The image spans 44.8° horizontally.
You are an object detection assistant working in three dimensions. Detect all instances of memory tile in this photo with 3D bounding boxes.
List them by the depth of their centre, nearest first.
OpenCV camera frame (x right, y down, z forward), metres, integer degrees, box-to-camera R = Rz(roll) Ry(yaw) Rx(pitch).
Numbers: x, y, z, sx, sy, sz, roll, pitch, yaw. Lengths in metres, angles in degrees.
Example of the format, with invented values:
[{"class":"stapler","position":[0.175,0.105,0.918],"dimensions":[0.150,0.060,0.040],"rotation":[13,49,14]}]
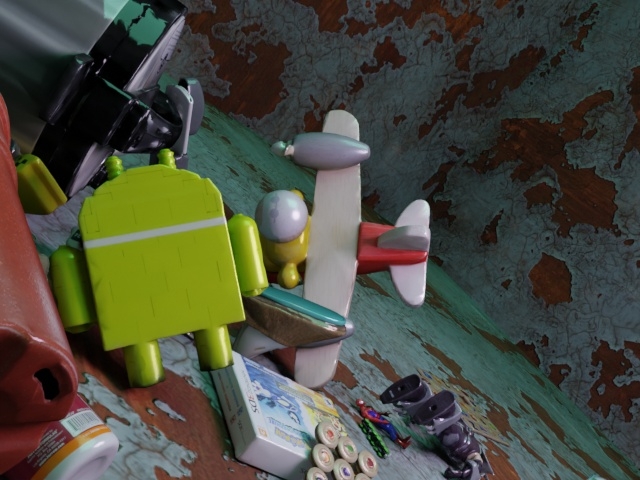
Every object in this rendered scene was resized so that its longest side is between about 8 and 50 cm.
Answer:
[{"class":"memory tile","position":[0.026,0.303,0.959],"dimensions":[0.113,0.012,0.148],"rotation":[41,34,-19]}]

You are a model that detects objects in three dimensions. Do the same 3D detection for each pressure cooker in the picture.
[{"class":"pressure cooker","position":[-0.386,-0.259,1.108],"dimensions":[0.420,0.375,0.369],"rotation":[33,50,-12]}]

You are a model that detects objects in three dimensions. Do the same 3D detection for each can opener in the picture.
[{"class":"can opener","position":[-0.251,-0.142,1.356],"dimensions":[0.093,0.280,0.074],"rotation":[-14,39,-45]}]

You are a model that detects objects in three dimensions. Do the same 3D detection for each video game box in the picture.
[{"class":"video game box","position":[-0.042,0.249,1.042],"dimensions":[0.205,0.048,0.187],"rotation":[32,15,-31]}]

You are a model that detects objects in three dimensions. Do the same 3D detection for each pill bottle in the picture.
[{"class":"pill bottle","position":[-0.251,0.148,0.658],"dimensions":[0.152,0.086,0.086],"rotation":[42,11,15]}]

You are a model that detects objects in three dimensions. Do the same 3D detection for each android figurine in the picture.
[{"class":"android figurine","position":[-0.189,0.028,0.914],"dimensions":[0.056,0.248,0.272],"rotation":[160,-83,-73]}]

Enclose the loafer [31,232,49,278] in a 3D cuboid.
[{"class":"loafer","position":[-0.328,0.037,0.836],"dimensions":[0.087,0.094,0.251],"rotation":[25,16,-36]}]

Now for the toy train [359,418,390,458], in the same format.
[{"class":"toy train","position":[0.089,0.321,1.257],"dimensions":[0.024,0.017,0.083],"rotation":[44,5,-41]}]

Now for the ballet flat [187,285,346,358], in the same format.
[{"class":"ballet flat","position":[-0.135,0.097,1.126],"dimensions":[0.343,0.124,0.116],"rotation":[26,2,-8]}]

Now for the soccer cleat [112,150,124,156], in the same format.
[{"class":"soccer cleat","position":[-0.430,-0.181,1.422],"dimensions":[0.143,0.116,0.331],"rotation":[60,20,18]}]

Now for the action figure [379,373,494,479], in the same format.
[{"class":"action figure","position":[0.218,0.337,1.381],"dimensions":[0.185,0.099,0.285],"rotation":[45,-5,46]}]

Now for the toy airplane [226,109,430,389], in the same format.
[{"class":"toy airplane","position":[0.000,0.000,1.308],"dimensions":[0.386,0.384,0.272],"rotation":[48,4,35]}]

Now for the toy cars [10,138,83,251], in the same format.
[{"class":"toy cars","position":[-0.338,-0.009,0.987],"dimensions":[0.394,0.087,0.176],"rotation":[37,-29,-10]}]

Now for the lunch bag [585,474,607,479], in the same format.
[{"class":"lunch bag","position":[0.613,0.607,1.565],"dimensions":[0.279,0.107,0.224],"rotation":[42,16,26]}]

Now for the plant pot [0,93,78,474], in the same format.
[{"class":"plant pot","position":[-0.311,0.032,0.540],"dimensions":[0.265,0.272,0.272],"rotation":[54,17,28]}]

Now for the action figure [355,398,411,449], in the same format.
[{"class":"action figure","position":[0.107,0.310,1.333],"dimensions":[0.115,0.030,0.038],"rotation":[36,16,-1]}]

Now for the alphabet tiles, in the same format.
[{"class":"alphabet tiles","position":[0.320,0.381,1.798],"dimensions":[0.237,0.009,0.198],"rotation":[30,14,-39]}]
